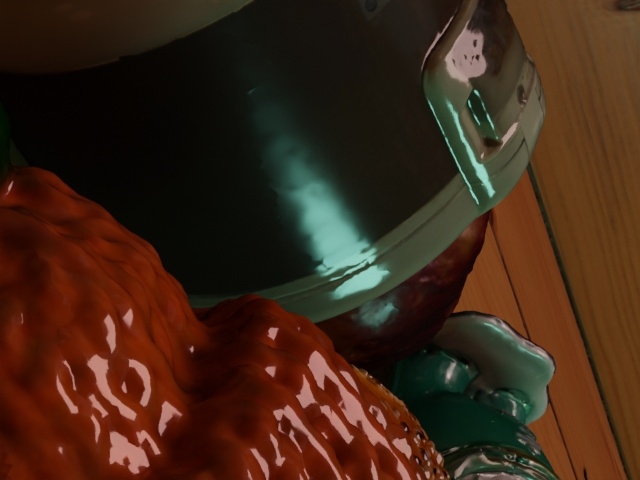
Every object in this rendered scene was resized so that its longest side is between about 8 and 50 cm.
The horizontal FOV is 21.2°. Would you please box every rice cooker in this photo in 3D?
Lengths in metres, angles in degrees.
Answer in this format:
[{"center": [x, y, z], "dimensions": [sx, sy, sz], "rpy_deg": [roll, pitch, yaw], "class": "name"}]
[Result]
[{"center": [-0.043, -0.128, 1.079], "dimensions": [0.335, 0.335, 0.325], "rpy_deg": [-87, 155, -48], "class": "rice cooker"}]

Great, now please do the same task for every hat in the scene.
[{"center": [-0.117, 0.066, 0.787], "dimensions": [0.285, 0.285, 0.400], "rpy_deg": [-73, 142, -61], "class": "hat"}]

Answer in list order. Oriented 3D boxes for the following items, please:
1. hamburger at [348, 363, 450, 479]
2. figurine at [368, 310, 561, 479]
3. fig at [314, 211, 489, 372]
[{"center": [0.008, 0.229, 1.221], "dimensions": [0.300, 0.176, 0.300], "rpy_deg": [-14, 90, -73], "class": "hamburger"}, {"center": [0.107, 0.252, 1.498], "dimensions": [0.323, 0.231, 0.340], "rpy_deg": [35, 45, -28], "class": "figurine"}, {"center": [0.012, 0.003, 1.327], "dimensions": [0.224, 0.263, 0.224], "rpy_deg": [42, -31, 33], "class": "fig"}]
